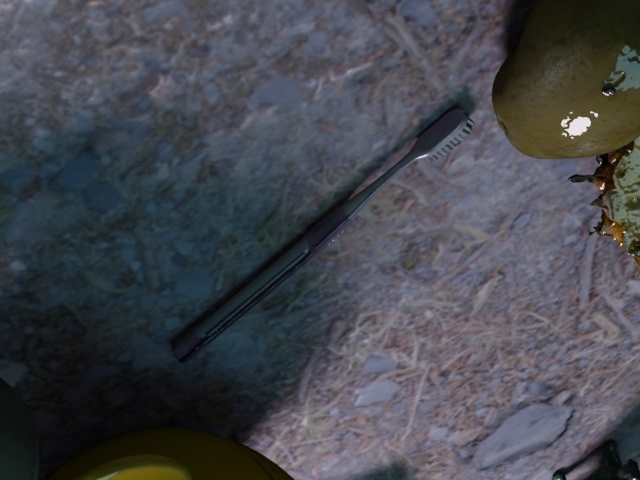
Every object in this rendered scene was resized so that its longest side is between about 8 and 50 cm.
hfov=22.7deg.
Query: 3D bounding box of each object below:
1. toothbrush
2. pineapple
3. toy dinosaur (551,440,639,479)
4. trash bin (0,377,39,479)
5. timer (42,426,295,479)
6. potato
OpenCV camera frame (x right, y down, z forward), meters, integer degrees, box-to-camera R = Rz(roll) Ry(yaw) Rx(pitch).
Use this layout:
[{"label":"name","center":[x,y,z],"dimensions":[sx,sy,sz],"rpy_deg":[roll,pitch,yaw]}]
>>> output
[{"label":"toothbrush","center":[0.000,0.000,1.439],"dimensions":[0.354,0.024,0.029],"rpy_deg":[-40,145,15]},{"label":"pineapple","center":[0.342,-0.054,1.467],"dimensions":[0.221,0.047,0.221],"rpy_deg":[-2,105,-8]},{"label":"toy dinosaur","center":[0.323,0.325,1.900],"dimensions":[0.079,0.120,0.292],"rpy_deg":[-21,164,-21]},{"label":"trash bin","center":[-0.415,0.143,1.202],"dimensions":[0.280,0.280,0.432],"rpy_deg":[-32,135,7]},{"label":"timer","center":[-0.168,0.340,1.454],"dimensions":[0.376,0.376,0.387],"rpy_deg":[-45,145,21]},{"label":"potato","center":[0.224,-0.150,1.319],"dimensions":[0.157,0.157,0.194],"rpy_deg":[23,133,-40]}]
